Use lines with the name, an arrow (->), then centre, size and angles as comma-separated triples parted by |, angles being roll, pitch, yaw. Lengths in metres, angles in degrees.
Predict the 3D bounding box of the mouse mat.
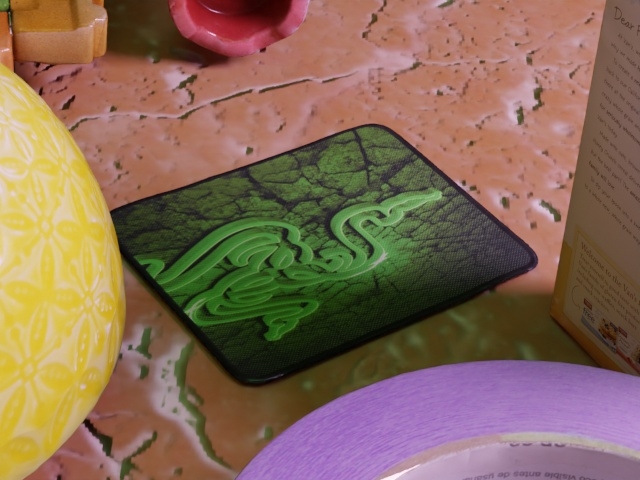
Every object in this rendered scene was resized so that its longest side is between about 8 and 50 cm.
mouse mat -> 0.000, 0.000, 0.877 | 0.190, 0.007, 0.152 | -22, 46, -28

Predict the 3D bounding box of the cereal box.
cereal box -> 0.179, -0.013, 0.724 | 0.047, 0.240, 0.173 | -16, 44, -24

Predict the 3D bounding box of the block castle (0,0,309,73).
block castle -> -0.231, -0.234, 0.910 | 0.453, 0.303, 0.213 | -4, 40, -10

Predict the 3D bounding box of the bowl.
bowl -> -0.225, -0.023, 0.708 | 0.289, 0.156, 0.289 | 3, 39, -3

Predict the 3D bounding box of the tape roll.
tape roll -> 0.086, 0.167, 0.611 | 0.275, 0.090, 0.275 | 2, 38, -2
